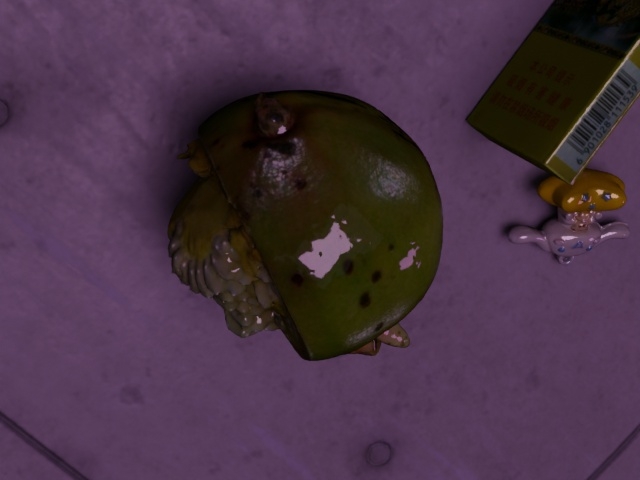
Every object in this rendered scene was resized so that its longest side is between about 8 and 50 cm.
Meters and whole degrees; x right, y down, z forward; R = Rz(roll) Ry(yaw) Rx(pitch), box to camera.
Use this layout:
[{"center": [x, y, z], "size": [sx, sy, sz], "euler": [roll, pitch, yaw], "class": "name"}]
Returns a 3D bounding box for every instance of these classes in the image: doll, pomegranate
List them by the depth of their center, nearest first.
[{"center": [0.000, 0.000, 1.241], "size": [0.260, 0.260, 0.341], "euler": [-39, 141, -2], "class": "pomegranate"}, {"center": [0.263, -0.024, 1.401], "size": [0.135, 0.071, 0.113], "euler": [-21, 128, -2], "class": "doll"}]

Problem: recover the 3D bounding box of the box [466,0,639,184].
[{"center": [0.291, -0.219, 1.280], "size": [0.047, 0.187, 0.335], "euler": [36, 94, -24], "class": "box"}]
